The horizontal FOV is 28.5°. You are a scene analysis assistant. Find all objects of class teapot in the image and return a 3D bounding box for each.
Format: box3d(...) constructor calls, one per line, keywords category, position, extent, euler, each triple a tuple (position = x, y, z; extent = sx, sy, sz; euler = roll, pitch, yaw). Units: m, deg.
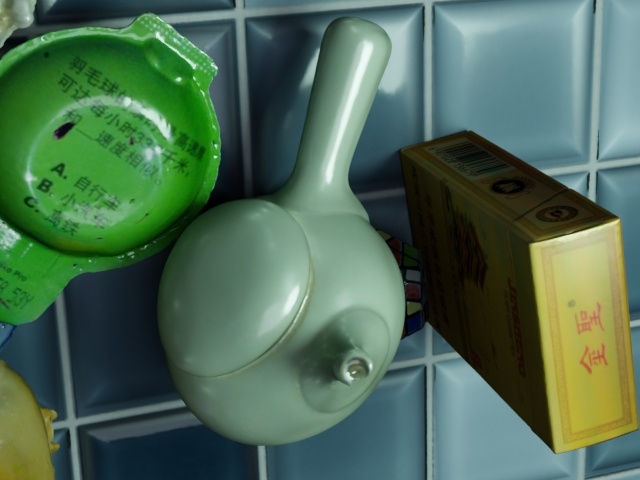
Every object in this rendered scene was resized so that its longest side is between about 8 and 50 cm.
box3d(category="teapot", position=(-0.032, -0.001, 0.999), extent=(0.149, 0.219, 0.318), euler=(37, 50, -52))

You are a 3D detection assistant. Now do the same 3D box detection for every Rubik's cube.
box3d(category="Rubik's cube", position=(0.044, 0.046, 1.083), extent=(0.111, 0.093, 0.111), euler=(-6, 108, -20))

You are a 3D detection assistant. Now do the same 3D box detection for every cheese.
box3d(category="cheese", position=(-0.205, -0.034, 0.971), extent=(0.204, 0.083, 0.320), euler=(36, 103, -28))

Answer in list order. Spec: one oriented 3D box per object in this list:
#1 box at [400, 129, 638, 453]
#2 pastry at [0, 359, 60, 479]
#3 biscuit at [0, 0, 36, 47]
box3d(category="box", position=(0.153, 0.030, 1.017), extent=(0.076, 0.274, 0.174), euler=(-16, 112, -11))
box3d(category="pastry", position=(-0.347, 0.138, 0.916), extent=(0.284, 0.184, 0.315), euler=(-40, 120, 17))
box3d(category="biscuit", position=(-0.286, -0.190, 0.885), extent=(0.179, 0.084, 0.281), euler=(43, 86, -7))
